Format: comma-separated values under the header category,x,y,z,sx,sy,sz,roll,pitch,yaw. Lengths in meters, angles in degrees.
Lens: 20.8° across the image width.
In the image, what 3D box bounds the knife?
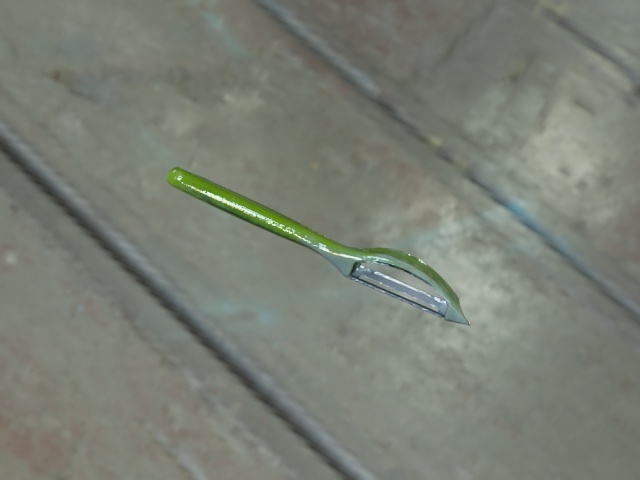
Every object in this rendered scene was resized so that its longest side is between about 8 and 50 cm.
category,x,y,z,sx,sy,sz,roll,pitch,yaw
knife,0.000,0.000,0.937,0.184,0.026,0.022,24,-8,9
